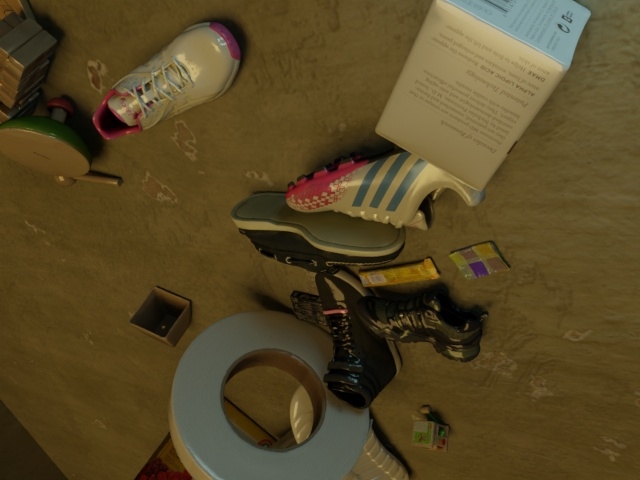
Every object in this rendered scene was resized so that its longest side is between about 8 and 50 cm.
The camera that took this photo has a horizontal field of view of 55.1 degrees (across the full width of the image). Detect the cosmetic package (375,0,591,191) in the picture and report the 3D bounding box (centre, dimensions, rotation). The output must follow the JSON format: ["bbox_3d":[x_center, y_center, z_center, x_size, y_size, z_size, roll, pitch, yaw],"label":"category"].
[{"bbox_3d":[0.181,-0.191,0.704,0.151,0.151,0.184,31,140,7],"label":"cosmetic package"}]

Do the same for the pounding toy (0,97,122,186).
[{"bbox_3d":[-0.528,-0.206,1.245,0.182,0.110,0.237,0,157,21],"label":"pounding toy"}]

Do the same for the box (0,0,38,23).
[{"bbox_3d":[-0.594,-0.435,1.121,0.164,0.021,0.201,11,133,27],"label":"box"}]

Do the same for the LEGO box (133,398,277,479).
[{"bbox_3d":[-0.244,0.715,1.665,0.500,0.372,0.193,41,139,-5],"label":"LEGO box"}]

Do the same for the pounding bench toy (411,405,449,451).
[{"bbox_3d":[0.233,0.393,1.283,0.052,0.083,0.065,-11,152,43],"label":"pounding bench toy"}]

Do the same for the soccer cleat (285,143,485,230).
[{"bbox_3d":[0.084,-0.067,0.900,0.331,0.116,0.143,-16,101,41],"label":"soccer cleat"}]

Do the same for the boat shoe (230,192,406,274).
[{"bbox_3d":[-0.003,0.002,1.030,0.340,0.127,0.113,7,132,32],"label":"boat shoe"}]

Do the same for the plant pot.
[{"bbox_3d":[-0.378,0.197,1.492,0.109,0.109,0.096,20,148,19],"label":"plant pot"}]

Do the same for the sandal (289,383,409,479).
[{"bbox_3d":[0.055,0.466,1.426,0.416,0.169,0.102,57,175,-22],"label":"sandal"}]

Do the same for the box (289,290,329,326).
[{"bbox_3d":[-0.017,0.139,1.245,0.083,0.018,0.067,9,132,29],"label":"box"}]

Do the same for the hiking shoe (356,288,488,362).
[{"bbox_3d":[0.174,0.122,1.064,0.226,0.086,0.114,16,121,15],"label":"hiking shoe"}]

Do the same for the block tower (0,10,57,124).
[{"bbox_3d":[-0.600,-0.297,1.175,0.091,0.097,0.335,41,143,-14],"label":"block tower"}]

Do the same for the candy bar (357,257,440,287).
[{"bbox_3d":[0.130,0.059,1.070,0.161,0.018,0.040,-12,116,41],"label":"candy bar"}]

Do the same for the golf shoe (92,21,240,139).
[{"bbox_3d":[-0.248,-0.237,0.973,0.306,0.140,0.115,-20,113,42],"label":"golf shoe"}]

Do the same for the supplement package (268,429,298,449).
[{"bbox_3d":[-0.026,0.631,1.557,0.262,0.145,0.204,43,113,-8],"label":"supplement package"}]

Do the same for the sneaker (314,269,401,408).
[{"bbox_3d":[0.050,0.192,1.151,0.104,0.147,0.296,-7,122,41],"label":"sneaker"}]

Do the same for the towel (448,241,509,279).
[{"bbox_3d":[0.250,0.033,0.969,0.083,0.009,0.060,-18,116,43],"label":"towel"}]

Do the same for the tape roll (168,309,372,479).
[{"bbox_3d":[-0.094,0.317,1.186,0.392,0.392,0.072,33,138,5],"label":"tape roll"}]
